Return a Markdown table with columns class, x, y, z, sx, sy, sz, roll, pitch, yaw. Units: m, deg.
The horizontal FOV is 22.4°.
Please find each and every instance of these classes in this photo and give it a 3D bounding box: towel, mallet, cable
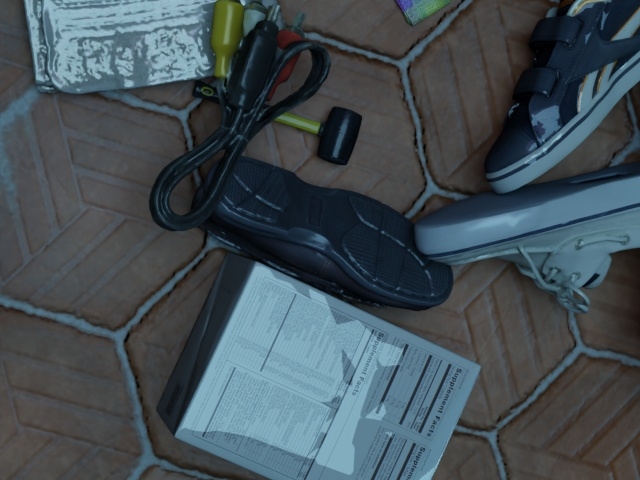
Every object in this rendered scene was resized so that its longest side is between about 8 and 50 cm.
| class | x | y | z | sx | sy | sz | roll | pitch | yaw |
| --- | --- | --- | --- | --- | --- | --- | --- | --- | --- |
| towel | 0.105 | -0.291 | 1.820 | 0.060 | 0.009 | 0.083 | -33 | 99 | -9 |
| mallet | -0.050 | -0.129 | 1.785 | 0.189 | 0.039 | 0.062 | 11 | 86 | -7 |
| cable | -0.087 | -0.132 | 1.709 | 0.139 | 0.072 | 0.287 | 26 | 83 | -28 |
| towel | -0.180 | -0.261 | 1.745 | 0.282 | 0.049 | 0.187 | -10 | 95 | -11 |

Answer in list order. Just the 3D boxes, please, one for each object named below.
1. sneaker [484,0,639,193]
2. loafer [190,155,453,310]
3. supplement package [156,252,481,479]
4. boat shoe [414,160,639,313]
| class | x | y | z | sx | sy | sz | roll | pitch | yaw |
| --- | --- | --- | --- | --- | --- | --- | --- | --- | --- |
| sneaker | 0.277 | -0.193 | 1.803 | 0.321 | 0.126 | 0.127 | -43 | 103 | -15 |
| loafer | 0.000 | 0.000 | 1.782 | 0.302 | 0.095 | 0.109 | 25 | 57 | -15 |
| supplement package | -0.008 | 0.157 | 1.716 | 0.262 | 0.199 | 0.198 | 25 | 88 | -11 |
| boat shoe | 0.280 | 0.011 | 1.810 | 0.367 | 0.136 | 0.156 | -13 | 101 | -24 |
